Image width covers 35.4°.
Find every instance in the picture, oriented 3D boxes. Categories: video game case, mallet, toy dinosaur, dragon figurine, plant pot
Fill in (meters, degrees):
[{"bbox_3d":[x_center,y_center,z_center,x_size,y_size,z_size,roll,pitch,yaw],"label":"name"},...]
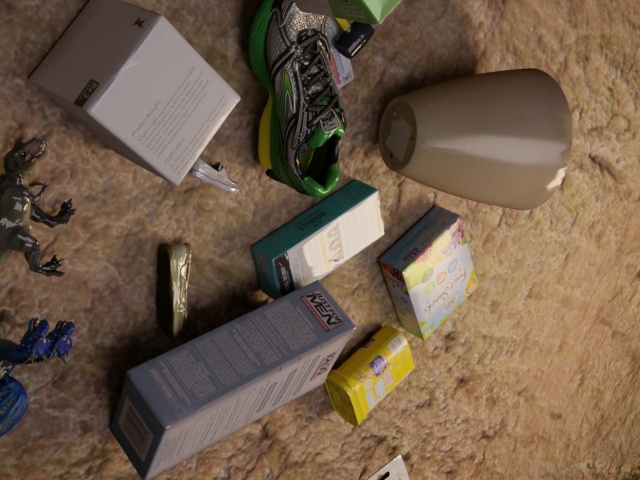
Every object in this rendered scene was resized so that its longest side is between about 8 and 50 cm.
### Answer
[{"bbox_3d":[-0.017,-0.285,1.569,0.143,0.019,0.157,-39,134,-24],"label":"video game case"},{"bbox_3d":[0.010,-0.349,1.526,0.190,0.039,0.062,36,87,-43],"label":"mallet"},{"bbox_3d":[-0.389,-0.009,1.319,0.118,0.064,0.268,12,105,-41],"label":"toy dinosaur"},{"bbox_3d":[-0.443,0.202,1.311,0.289,0.144,0.085,-55,138,-8],"label":"dragon figurine"},{"bbox_3d":[0.250,-0.179,1.753,0.274,0.256,0.256,-1,113,-28],"label":"plant pot"}]

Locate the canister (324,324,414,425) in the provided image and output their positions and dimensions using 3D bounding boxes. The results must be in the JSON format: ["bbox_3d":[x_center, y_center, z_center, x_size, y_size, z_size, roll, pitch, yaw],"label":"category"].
[{"bbox_3d":[0.098,0.258,1.942,0.170,0.073,0.126,-40,135,-25],"label":"canister"}]

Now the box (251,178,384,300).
[{"bbox_3d":[0.000,0.000,1.710,0.244,0.060,0.100,-34,132,-28],"label":"box"}]

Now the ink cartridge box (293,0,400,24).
[{"bbox_3d":[-0.041,-0.429,1.176,0.119,0.207,0.353,-48,123,-8],"label":"ink cartridge box"}]

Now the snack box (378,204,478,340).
[{"bbox_3d":[0.215,0.064,1.956,0.174,0.070,0.207,-43,137,-21],"label":"snack box"}]

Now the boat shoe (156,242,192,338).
[{"bbox_3d":[-0.220,0.078,1.538,0.048,0.056,0.153,-13,113,-35],"label":"boat shoe"}]

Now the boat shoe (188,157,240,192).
[{"bbox_3d":[-0.156,-0.101,1.520,0.100,0.035,0.035,24,96,-42],"label":"boat shoe"}]

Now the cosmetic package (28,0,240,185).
[{"bbox_3d":[-0.237,-0.195,1.296,0.151,0.151,0.184,-55,139,-8],"label":"cosmetic package"}]

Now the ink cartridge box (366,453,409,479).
[{"bbox_3d":[0.137,0.573,2.193,0.145,0.045,0.179,-31,112,-30],"label":"ink cartridge box"}]

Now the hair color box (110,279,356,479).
[{"bbox_3d":[-0.137,0.219,1.604,0.374,0.113,0.185,-23,154,-35],"label":"hair color box"}]

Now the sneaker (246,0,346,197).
[{"bbox_3d":[-0.013,-0.224,1.483,0.134,0.146,0.343,-24,127,-28],"label":"sneaker"}]
